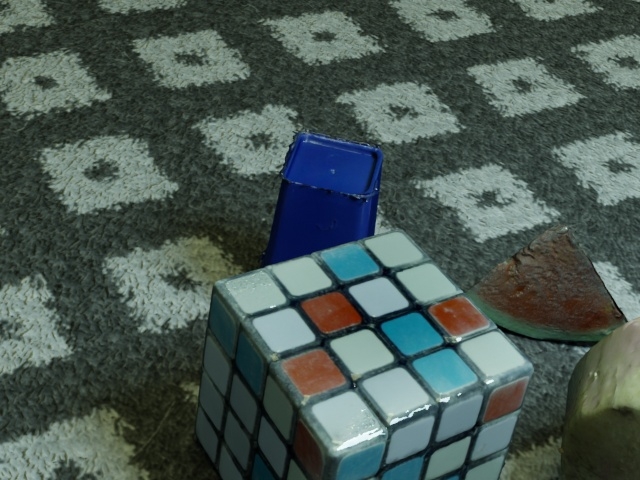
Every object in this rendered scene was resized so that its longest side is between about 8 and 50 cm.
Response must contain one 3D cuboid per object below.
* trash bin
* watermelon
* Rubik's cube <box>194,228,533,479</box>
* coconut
[{"bbox_3d":[0.000,0.000,1.517,0.162,0.234,0.184,13,39,4],"label":"trash bin"},{"bbox_3d":[0.302,0.071,1.568,0.207,0.202,0.136,28,82,25],"label":"watermelon"},{"bbox_3d":[0.035,0.178,1.295,0.253,0.259,0.256,-15,45,-29],"label":"Rubik's cube"},{"bbox_3d":[0.443,0.215,1.290,0.352,0.353,0.353,5,39,-4],"label":"coconut"}]
